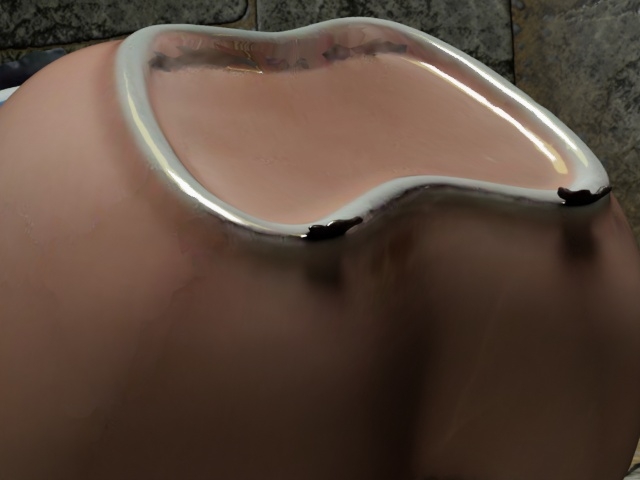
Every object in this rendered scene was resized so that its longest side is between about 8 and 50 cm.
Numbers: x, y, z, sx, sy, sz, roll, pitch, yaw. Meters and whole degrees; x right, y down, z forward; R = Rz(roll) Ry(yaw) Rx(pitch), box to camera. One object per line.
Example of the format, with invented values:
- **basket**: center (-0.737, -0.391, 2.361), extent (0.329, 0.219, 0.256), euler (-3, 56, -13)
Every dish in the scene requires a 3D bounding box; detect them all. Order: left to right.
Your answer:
- **dish**: center (0.000, 0.000, 0.427), extent (0.213, 0.090, 0.213), euler (14, 33, -9)

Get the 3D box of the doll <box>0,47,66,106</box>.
- **doll**: center (-0.083, 0.022, 0.621), extent (0.215, 0.161, 0.257), euler (-30, -15, 4)
